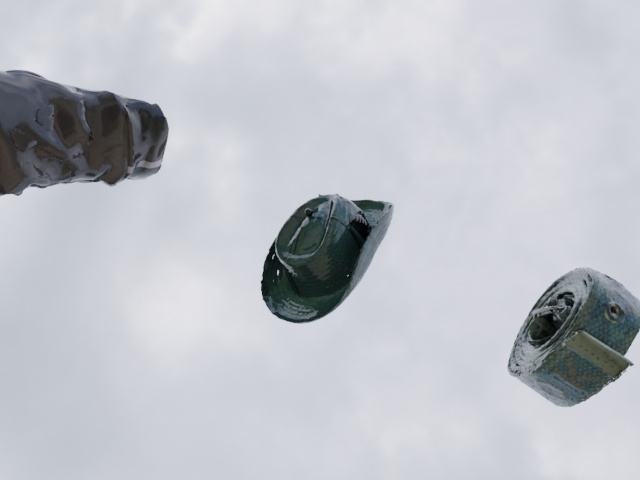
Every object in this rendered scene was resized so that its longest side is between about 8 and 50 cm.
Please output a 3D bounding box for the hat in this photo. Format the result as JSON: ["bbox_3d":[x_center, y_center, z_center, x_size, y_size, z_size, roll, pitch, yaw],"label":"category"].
[{"bbox_3d":[0.000,0.000,1.503,0.138,0.191,0.078,0,-43,41],"label":"hat"}]

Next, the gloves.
[{"bbox_3d":[-0.274,-0.093,1.153,0.119,0.285,0.142,112,-35,-59],"label":"gloves"}]

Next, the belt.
[{"bbox_3d":[0.252,0.094,1.366,0.082,0.148,0.163,32,-40,-7],"label":"belt"}]
